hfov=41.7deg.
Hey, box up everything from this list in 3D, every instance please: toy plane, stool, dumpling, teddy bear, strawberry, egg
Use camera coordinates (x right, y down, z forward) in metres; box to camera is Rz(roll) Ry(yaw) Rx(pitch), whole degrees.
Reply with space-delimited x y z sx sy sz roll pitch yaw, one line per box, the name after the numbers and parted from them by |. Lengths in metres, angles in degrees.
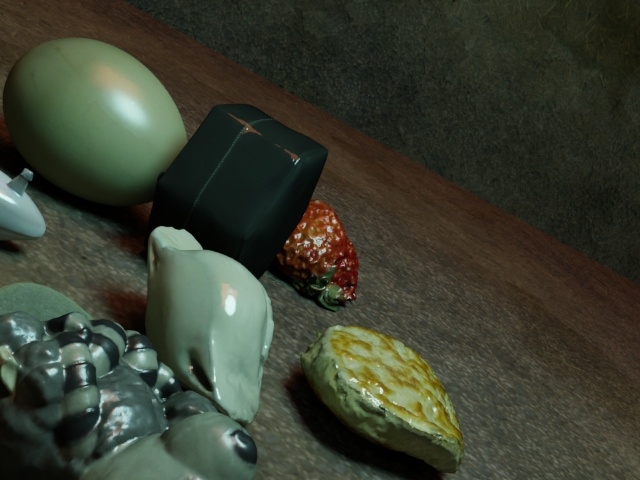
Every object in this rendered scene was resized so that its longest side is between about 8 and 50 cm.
-0.380 -0.077 0.808 0.255 0.101 0.251 28 29 -12 | toy plane
-0.104 -0.051 1.030 0.141 0.232 0.232 32 16 7 | stool
-0.098 0.086 0.815 0.151 0.124 0.229 41 24 -50 | dumpling
-0.106 0.156 0.551 0.251 0.144 0.171 41 4 21 | teddy bear
-0.006 -0.003 1.247 0.175 0.106 0.236 22 18 -31 | strawberry
-0.274 -0.143 1.038 0.242 0.186 0.186 38 16 1 | egg

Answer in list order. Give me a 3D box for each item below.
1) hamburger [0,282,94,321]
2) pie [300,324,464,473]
-0.227 0.090 0.662 0.133 0.062 0.140 39 16 13 | hamburger
0.069 0.172 0.910 0.205 0.084 0.179 26 18 -23 | pie
